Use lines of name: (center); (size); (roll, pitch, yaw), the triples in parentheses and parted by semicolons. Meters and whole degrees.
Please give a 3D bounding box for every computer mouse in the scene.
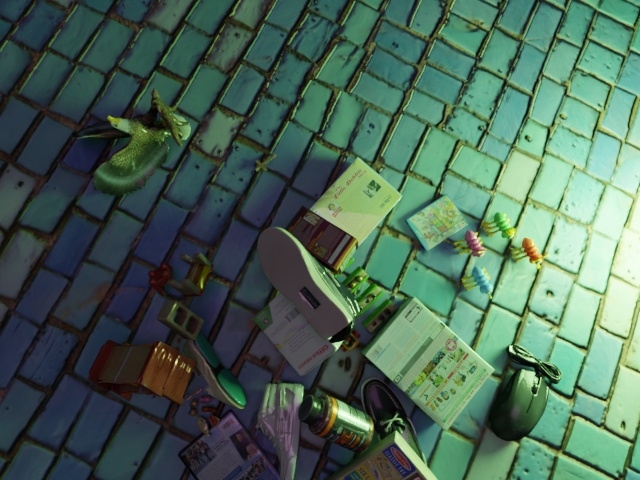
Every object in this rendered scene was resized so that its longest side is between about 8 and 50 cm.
computer mouse: (0.592, 0.457, 1.226); (0.188, 0.072, 0.272); (31, 79, 0)

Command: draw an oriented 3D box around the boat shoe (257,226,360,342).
boat shoe: (-0.028, 0.107, 1.116); (0.127, 0.158, 0.341); (-37, 83, 17)

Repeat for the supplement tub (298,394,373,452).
supplement tub: (0.039, 0.487, 1.132); (0.198, 0.106, 0.106); (31, 78, -17)

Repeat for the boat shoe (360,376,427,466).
boat shoe: (0.211, 0.529, 1.170); (0.114, 0.091, 0.303); (-29, 84, -9)

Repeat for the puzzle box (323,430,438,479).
puzzle box: (0.229, 0.738, 1.099); (0.272, 0.052, 0.409); (-42, 85, 14)

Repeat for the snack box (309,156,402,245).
snack box: (0.077, -0.078, 1.285); (0.187, 0.060, 0.322); (42, 80, 2)

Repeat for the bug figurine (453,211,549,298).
bug figurine: (0.550, 0.036, 1.299); (0.279, 0.072, 0.216); (-29, 83, -9)

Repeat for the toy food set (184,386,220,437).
toy food set: (-0.322, 0.471, 1.160); (0.078, 0.019, 0.122); (-40, 73, -10)

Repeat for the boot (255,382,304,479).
boot: (-0.117, 0.525, 1.153); (0.123, 0.095, 0.258); (4, 71, 2)

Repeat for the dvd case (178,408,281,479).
dvd case: (-0.242, 0.624, 1.151); (0.180, 0.022, 0.253); (-38, 85, -9)

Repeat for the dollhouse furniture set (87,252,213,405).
dollhouse furniture set: (-0.421, 0.230, 1.135); (0.201, 0.152, 0.374); (-4, 52, 27)

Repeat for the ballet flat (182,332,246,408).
ballet flat: (-0.301, 0.373, 1.171); (0.086, 0.086, 0.248); (-34, 83, -10)

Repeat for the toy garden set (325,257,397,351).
toy garden set: (0.080, 0.186, 1.213); (0.204, 0.049, 0.244); (-43, 100, -6)

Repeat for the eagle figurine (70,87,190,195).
eagle figurine: (-0.551, -0.303, 1.235); (0.298, 0.225, 0.226); (-31, 38, 19)

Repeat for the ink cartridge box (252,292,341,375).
ink cartridge box: (-0.057, 0.243, 1.168); (0.154, 0.093, 0.212); (-44, 83, 25)

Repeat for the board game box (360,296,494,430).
board game box: (0.303, 0.346, 1.210); (0.303, 0.097, 0.224); (43, 80, 5)

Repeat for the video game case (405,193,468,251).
video game case: (0.367, -0.058, 1.330); (0.166, 0.015, 0.119); (-32, 84, -9)

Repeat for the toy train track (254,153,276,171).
toy train track: (-0.172, -0.243, 1.320); (0.083, 0.014, 0.048); (-42, 78, -16)

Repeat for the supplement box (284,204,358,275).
supplement box: (0.000, 0.000, 1.172); (0.188, 0.081, 0.104); (32, 79, 16)
